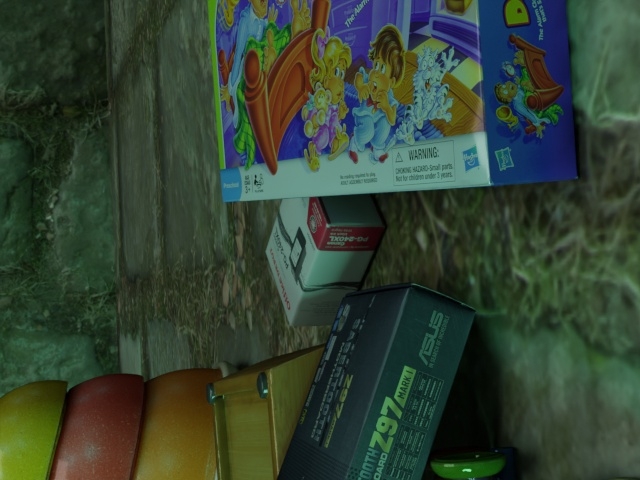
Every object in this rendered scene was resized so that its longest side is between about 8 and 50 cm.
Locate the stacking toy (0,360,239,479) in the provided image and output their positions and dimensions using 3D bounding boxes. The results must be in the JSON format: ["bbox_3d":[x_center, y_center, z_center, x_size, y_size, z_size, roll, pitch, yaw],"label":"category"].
[{"bbox_3d":[-0.356,0.306,1.169,0.350,0.480,0.350,-168,90,-78],"label":"stacking toy"}]

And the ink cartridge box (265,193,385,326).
[{"bbox_3d":[0.000,0.000,0.852,0.150,0.063,0.109,111,149,-42],"label":"ink cartridge box"}]

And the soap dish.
[{"bbox_3d":[-0.029,0.227,0.871,0.291,0.118,0.228,148,118,-67],"label":"soap dish"}]

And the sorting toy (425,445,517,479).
[{"bbox_3d":[0.107,0.169,0.594,0.102,0.061,0.042,75,-171,-81],"label":"sorting toy"}]

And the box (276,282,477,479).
[{"bbox_3d":[0.027,0.152,0.657,0.183,0.059,0.232,160,131,-75],"label":"box"}]

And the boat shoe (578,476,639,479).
[{"bbox_3d":[0.149,0.169,0.501,0.153,0.048,0.056,150,116,-67],"label":"boat shoe"}]

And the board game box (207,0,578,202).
[{"bbox_3d":[0.027,-0.151,0.642,0.347,0.078,0.233,0,95,57],"label":"board game box"}]
